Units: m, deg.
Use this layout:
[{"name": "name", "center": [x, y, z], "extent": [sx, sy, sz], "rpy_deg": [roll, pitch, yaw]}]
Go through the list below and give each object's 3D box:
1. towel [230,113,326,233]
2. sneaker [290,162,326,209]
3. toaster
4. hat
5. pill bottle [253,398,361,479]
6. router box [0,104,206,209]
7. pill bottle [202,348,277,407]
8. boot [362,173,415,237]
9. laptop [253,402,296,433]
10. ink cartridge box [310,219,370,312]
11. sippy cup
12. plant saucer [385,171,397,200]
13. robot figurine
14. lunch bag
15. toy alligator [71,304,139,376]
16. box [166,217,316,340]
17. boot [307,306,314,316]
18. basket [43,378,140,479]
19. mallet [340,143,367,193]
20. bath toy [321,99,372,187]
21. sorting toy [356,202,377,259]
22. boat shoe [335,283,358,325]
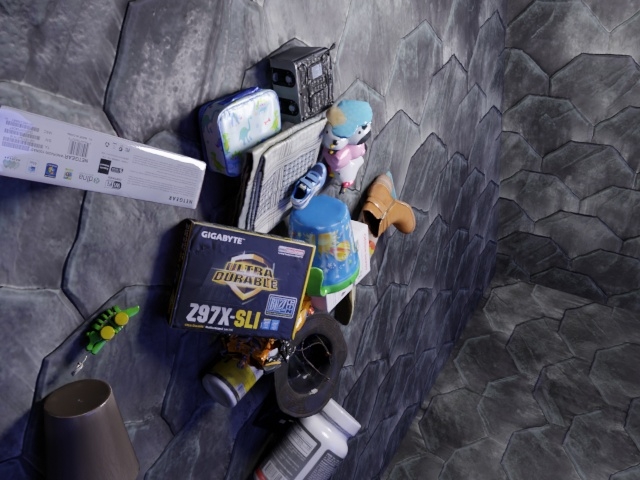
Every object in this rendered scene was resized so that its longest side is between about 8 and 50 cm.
[{"name": "towel", "center": [-0.105, -0.153, 1.391], "extent": [0.324, 0.056, 0.312], "rpy_deg": [-39, 157, -44]}, {"name": "sneaker", "center": [-0.033, -0.152, 1.445], "extent": [0.144, 0.053, 0.059], "rpy_deg": [-59, 162, -4]}, {"name": "toaster", "center": [-0.044, -0.421, 1.403], "extent": [0.185, 0.110, 0.168], "rpy_deg": [-41, 138, -40]}, {"name": "hat", "center": [-0.066, 0.384, 1.690], "extent": [0.331, 0.134, 0.332], "rpy_deg": [-7, 100, -45]}, {"name": "pill bottle", "center": [-0.039, 0.722, 1.802], "extent": [0.363, 0.210, 0.210], "rpy_deg": [-49, 144, -9]}, {"name": "router box", "center": [-0.400, -0.138, 0.806], "extent": [0.335, 0.301, 0.082], "rpy_deg": [8, 98, -57]}, {"name": "pill bottle", "center": [-0.223, 0.357, 1.495], "extent": [0.208, 0.119, 0.119], "rpy_deg": [-45, 139, -38]}, {"name": "boot", "center": [0.252, -0.082, 1.961], "extent": [0.283, 0.109, 0.220], "rpy_deg": [61, 38, -32]}, {"name": "laptop", "center": [-0.112, 0.528, 1.852], "extent": [0.264, 0.136, 0.234], "rpy_deg": [-43, 144, 1]}, {"name": "ink cartridge box", "center": [0.051, 0.077, 1.787], "extent": [0.273, 0.114, 0.198], "rpy_deg": [-40, 136, -41]}, {"name": "sippy cup", "center": [0.000, 0.000, 1.534], "extent": [0.240, 0.305, 0.224], "rpy_deg": [-20, 133, -20]}, {"name": "plant saucer", "center": [0.277, -0.184, 2.107], "extent": [0.067, 0.018, 0.192], "rpy_deg": [-54, 145, -27]}, {"name": "robot figurine", "center": [-0.151, 0.239, 1.479], "extent": [0.291, 0.211, 0.085], "rpy_deg": [-53, 154, -46]}, {"name": "lunch bag", "center": [-0.188, -0.269, 1.273], "extent": [0.219, 0.090, 0.176], "rpy_deg": [-40, 137, -41]}, {"name": "toy alligator", "center": [-0.465, 0.195, 1.111], "extent": [0.051, 0.056, 0.190], "rpy_deg": [45, 59, -8]}, {"name": "box", "center": [-0.195, 0.102, 1.308], "extent": [0.321, 0.079, 0.257], "rpy_deg": [12, 96, -26]}, {"name": "boot", "center": [-0.056, 0.204, 1.716], "extent": [0.059, 0.084, 0.158], "rpy_deg": [-35, 131, -43]}, {"name": "basket", "center": [-0.486, 0.420, 1.096], "extent": [0.204, 0.154, 0.227], "rpy_deg": [-28, 124, -51]}, {"name": "mallet", "center": [0.103, -0.252, 1.789], "extent": [0.062, 0.039, 0.190], "rpy_deg": [31, 82, -59]}, {"name": "bath toy", "center": [0.070, -0.269, 1.565], "extent": [0.348, 0.151, 0.129], "rpy_deg": [88, 4, -70]}, {"name": "sorting toy", "center": [0.181, -0.022, 2.015], "extent": [0.208, 0.038, 0.193], "rpy_deg": [34, 76, -58]}, {"name": "boat shoe", "center": [0.108, 0.208, 1.976], "extent": [0.073, 0.080, 0.224], "rpy_deg": [-18, 115, -47]}]
